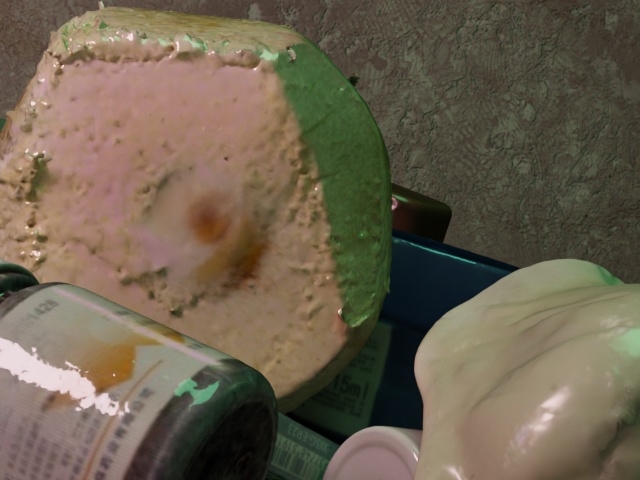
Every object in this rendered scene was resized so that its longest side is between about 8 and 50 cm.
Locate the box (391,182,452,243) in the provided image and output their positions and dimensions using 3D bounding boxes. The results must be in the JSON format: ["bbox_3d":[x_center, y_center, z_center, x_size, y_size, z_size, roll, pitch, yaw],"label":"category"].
[{"bbox_3d":[0.000,0.000,2.010,0.339,0.229,0.239,23,7,20],"label":"box"}]

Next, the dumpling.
[{"bbox_3d":[0.177,0.100,0.964,0.318,0.187,0.243,-24,49,-34],"label":"dumpling"}]

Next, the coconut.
[{"bbox_3d":[-0.117,-0.024,1.243,0.404,0.405,0.404,19,7,-2],"label":"coconut"}]

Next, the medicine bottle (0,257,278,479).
[{"bbox_3d":[-0.180,0.112,0.916,0.273,0.165,0.165,23,8,21],"label":"medicine bottle"}]

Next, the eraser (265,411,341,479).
[{"bbox_3d":[-0.038,0.168,1.064,0.091,0.046,0.212,2,-25,46],"label":"eraser"}]

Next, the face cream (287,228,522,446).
[{"bbox_3d":[0.099,0.111,1.451,0.249,0.225,0.249,17,5,-2],"label":"face cream"}]

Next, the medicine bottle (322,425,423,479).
[{"bbox_3d":[0.163,0.231,1.094,0.341,0.130,0.130,15,8,-39],"label":"medicine bottle"}]
